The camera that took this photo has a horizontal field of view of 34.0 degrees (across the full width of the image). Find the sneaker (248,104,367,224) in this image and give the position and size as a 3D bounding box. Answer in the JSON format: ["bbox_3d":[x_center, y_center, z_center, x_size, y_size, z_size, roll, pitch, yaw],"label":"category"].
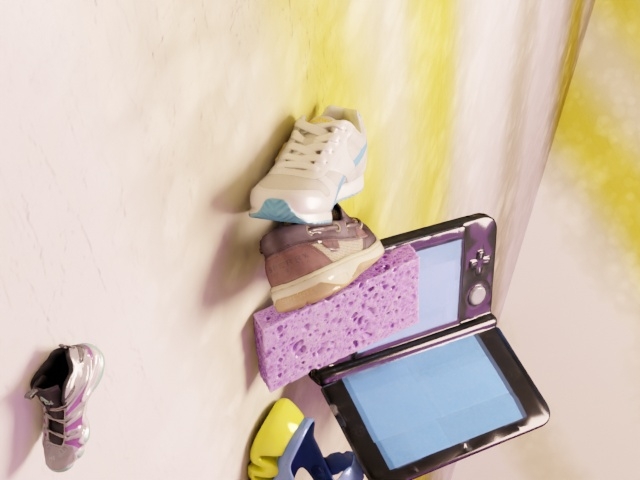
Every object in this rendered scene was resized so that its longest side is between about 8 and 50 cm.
[{"bbox_3d":[-0.012,-0.076,1.059,0.229,0.087,0.092,-48,144,-65],"label":"sneaker"}]

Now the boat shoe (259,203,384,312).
[{"bbox_3d":[0.000,0.000,1.133,0.285,0.102,0.092,-41,112,-72],"label":"boat shoe"}]

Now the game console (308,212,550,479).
[{"bbox_3d":[0.147,0.131,1.335,0.293,0.173,0.250,-15,120,-29],"label":"game console"}]

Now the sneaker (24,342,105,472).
[{"bbox_3d":[-0.196,0.121,0.765,0.069,0.038,0.098,28,71,-71],"label":"sneaker"}]

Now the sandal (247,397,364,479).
[{"bbox_3d":[-0.028,0.360,1.343,0.126,0.138,0.317,-50,154,-54],"label":"sandal"}]

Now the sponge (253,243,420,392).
[{"bbox_3d":[0.023,0.089,1.211,0.210,0.031,0.117,-23,138,-20],"label":"sponge"}]
